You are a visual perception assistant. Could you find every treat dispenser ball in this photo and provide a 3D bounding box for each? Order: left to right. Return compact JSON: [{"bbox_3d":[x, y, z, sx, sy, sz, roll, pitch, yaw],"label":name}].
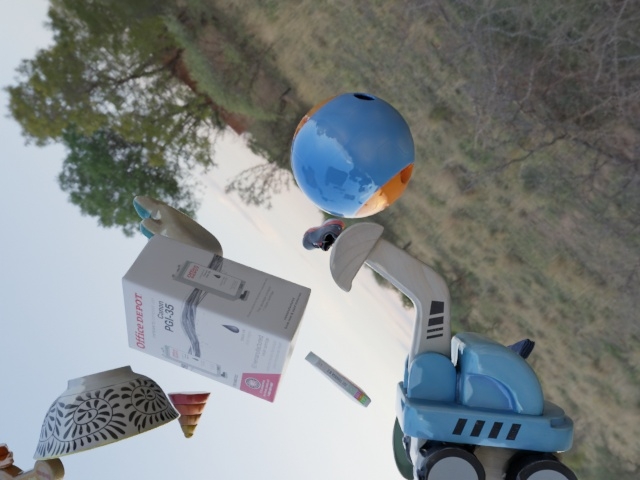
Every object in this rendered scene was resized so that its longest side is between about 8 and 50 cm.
[{"bbox_3d":[0.074,-0.196,1.233,0.288,0.288,0.288,46,-176,-4],"label":"treat dispenser ball"}]

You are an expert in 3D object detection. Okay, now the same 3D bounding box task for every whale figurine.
[{"bbox_3d":[-0.360,0.002,1.271,0.272,0.141,0.216,40,-171,27],"label":"whale figurine"}]

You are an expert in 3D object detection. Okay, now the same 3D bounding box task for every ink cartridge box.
[{"bbox_3d":[-0.179,0.135,0.900,0.283,0.207,0.117,19,-135,4],"label":"ink cartridge box"}]

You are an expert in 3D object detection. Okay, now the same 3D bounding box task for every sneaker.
[{"bbox_3d":[0.000,0.000,1.347,0.061,0.158,0.065,20,-123,-25],"label":"sneaker"}]

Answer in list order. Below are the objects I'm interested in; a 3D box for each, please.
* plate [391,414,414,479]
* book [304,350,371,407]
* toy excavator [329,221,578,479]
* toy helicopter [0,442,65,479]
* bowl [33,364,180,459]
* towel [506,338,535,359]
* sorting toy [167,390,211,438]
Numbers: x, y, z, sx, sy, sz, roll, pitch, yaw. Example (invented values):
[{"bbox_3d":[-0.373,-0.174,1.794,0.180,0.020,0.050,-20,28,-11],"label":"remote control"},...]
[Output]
[{"bbox_3d":[0.217,0.491,1.308,0.188,0.024,0.188,16,-111,-52],"label":"plate"},{"bbox_3d":[0.037,0.292,1.124,0.144,0.035,0.096,41,169,-8],"label":"book"},{"bbox_3d":[0.217,0.206,0.922,0.433,0.445,0.222,6,177,3],"label":"toy excavator"},{"bbox_3d":[-0.806,0.639,1.425,0.140,0.355,0.235,-12,-108,-62],"label":"toy helicopter"},{"bbox_3d":[-0.268,0.203,0.657,0.170,0.170,0.080,29,-134,-77],"label":"bowl"},{"bbox_3d":[0.425,0.262,1.188,0.029,0.067,0.119,46,146,4],"label":"towel"},{"bbox_3d":[-0.462,0.472,1.390,0.365,0.126,0.127,5,167,-37],"label":"sorting toy"}]
